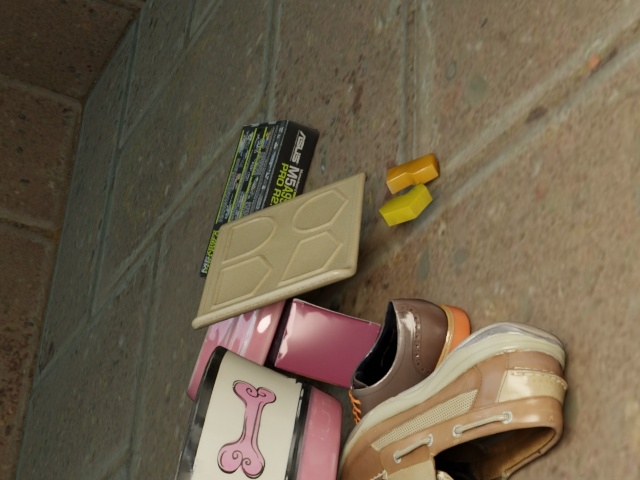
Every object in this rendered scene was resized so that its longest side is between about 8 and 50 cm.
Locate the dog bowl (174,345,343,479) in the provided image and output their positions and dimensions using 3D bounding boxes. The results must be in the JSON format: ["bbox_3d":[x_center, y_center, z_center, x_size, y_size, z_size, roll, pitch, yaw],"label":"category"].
[{"bbox_3d":[-0.073,0.324,1.218,0.408,0.150,0.408,9,-90,-88],"label":"dog bowl"}]

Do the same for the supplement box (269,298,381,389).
[{"bbox_3d":[0.002,0.121,1.359,0.188,0.104,0.081,134,153,-85],"label":"supplement box"}]

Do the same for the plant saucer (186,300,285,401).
[{"bbox_3d":[-0.105,0.105,1.588,0.332,0.084,0.332,-161,90,-87],"label":"plant saucer"}]

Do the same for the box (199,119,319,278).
[{"bbox_3d":[-0.102,-0.055,1.856,0.216,0.060,0.270,5,78,68],"label":"box"}]

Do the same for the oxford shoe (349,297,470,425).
[{"bbox_3d":[0.063,0.185,1.248,0.272,0.098,0.097,-69,23,8],"label":"oxford shoe"}]

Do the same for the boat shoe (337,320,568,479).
[{"bbox_3d":[0.115,0.205,1.095,0.324,0.123,0.116,-54,31,41],"label":"boat shoe"}]

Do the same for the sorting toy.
[{"bbox_3d":[0.000,0.000,1.387,0.307,0.041,0.229,-20,29,20],"label":"sorting toy"}]
